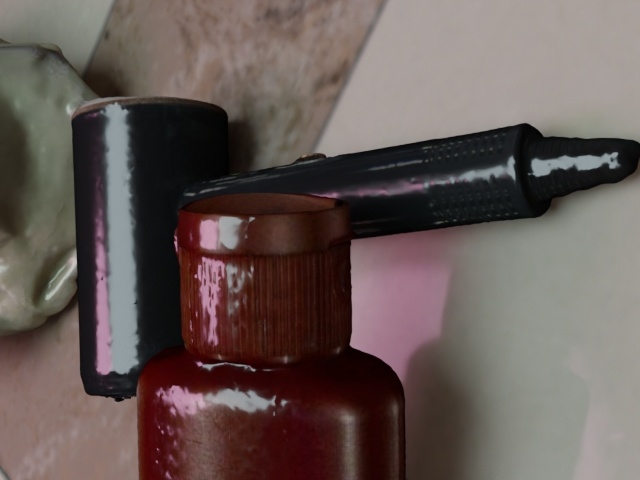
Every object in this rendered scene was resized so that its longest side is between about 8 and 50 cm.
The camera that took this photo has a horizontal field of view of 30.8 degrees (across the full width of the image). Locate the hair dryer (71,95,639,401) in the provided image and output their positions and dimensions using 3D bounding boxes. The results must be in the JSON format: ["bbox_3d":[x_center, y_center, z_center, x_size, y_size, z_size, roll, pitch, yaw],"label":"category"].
[{"bbox_3d":[0.000,0.000,0.455,0.255,0.070,0.128,-5,83,37],"label":"hair dryer"}]

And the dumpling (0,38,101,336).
[{"bbox_3d":[-0.228,-0.025,0.602,0.258,0.147,0.193,5,99,12],"label":"dumpling"}]

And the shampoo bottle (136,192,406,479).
[{"bbox_3d":[-0.018,0.115,0.417,0.102,0.064,0.260,3,100,25],"label":"shampoo bottle"}]
